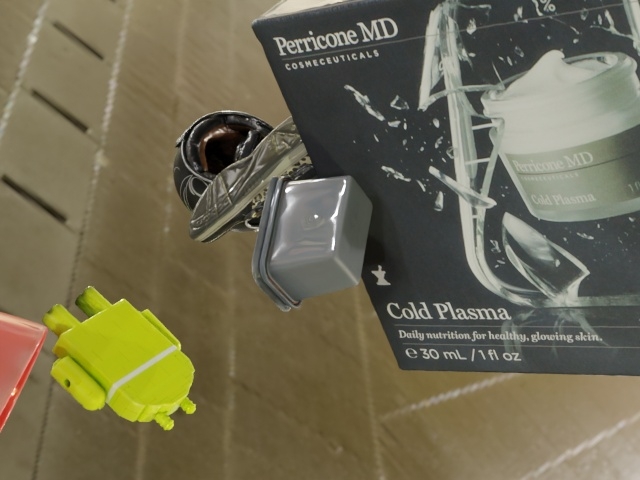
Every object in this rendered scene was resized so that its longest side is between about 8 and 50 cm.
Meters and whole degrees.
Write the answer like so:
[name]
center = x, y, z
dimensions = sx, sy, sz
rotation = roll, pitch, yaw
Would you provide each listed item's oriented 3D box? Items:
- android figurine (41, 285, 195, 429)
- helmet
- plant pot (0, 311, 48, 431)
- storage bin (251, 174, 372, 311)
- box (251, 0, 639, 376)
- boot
[android figurine]
center = -0.316, 0.193, 2.050
dimensions = 0.273, 0.056, 0.248
rotation = 42, 33, 8
[helmet]
center = -0.124, -0.091, 1.804
dimensions = 0.169, 0.169, 0.161
rotation = 55, -13, 25
[plant pot]
center = -0.550, 0.192, 1.775
dimensions = 0.243, 0.275, 0.275
rotation = 27, 24, -7
[storage bin]
center = 0.000, 0.000, 1.301
dimensions = 0.098, 0.091, 0.135
rotation = 50, 41, -43
[box]
center = 0.261, -0.120, 1.380
dimensions = 0.297, 0.480, 0.471
rotation = -46, 121, -43
[boot]
center = -0.037, -0.043, 1.633
dimensions = 0.179, 0.236, 0.085
rotation = 33, 30, -33
